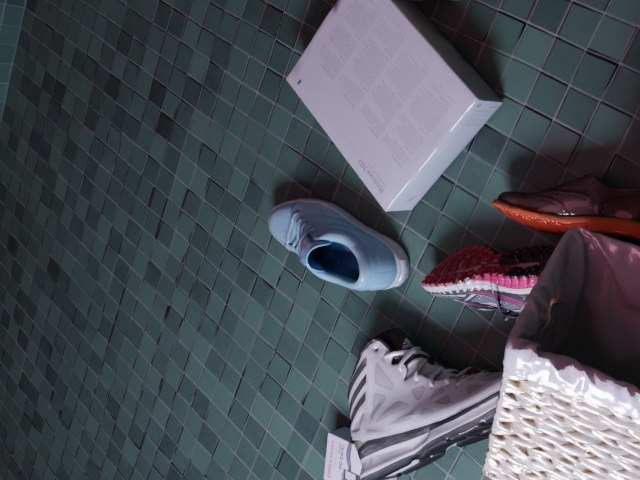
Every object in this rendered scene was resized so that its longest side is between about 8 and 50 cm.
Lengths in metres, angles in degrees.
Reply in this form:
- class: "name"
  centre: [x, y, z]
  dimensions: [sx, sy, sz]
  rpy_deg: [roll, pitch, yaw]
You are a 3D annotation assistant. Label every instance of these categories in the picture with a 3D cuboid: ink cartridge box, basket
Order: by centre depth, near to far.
- class: "basket"
  centre: [0.421, 0.200, 1.136]
  dimensions: [0.332, 0.328, 0.266]
  rpy_deg: [21, 128, 19]
- class: "ink cartridge box"
  centre: [0.083, 0.461, 1.725]
  dimensions: [0.151, 0.063, 0.109]
  rpy_deg: [14, 103, 41]

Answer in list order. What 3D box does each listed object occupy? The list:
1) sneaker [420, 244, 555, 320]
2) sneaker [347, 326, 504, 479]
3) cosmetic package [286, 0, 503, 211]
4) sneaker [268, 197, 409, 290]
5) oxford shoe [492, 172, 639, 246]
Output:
- class: "sneaker"
  centre: [0.300, 0.084, 1.463]
  dimensions: [0.299, 0.121, 0.112]
  rpy_deg: [1, 125, 50]
- class: "sneaker"
  centre: [0.196, 0.251, 1.517]
  dimensions: [0.448, 0.169, 0.257]
  rpy_deg: [-36, 61, 37]
- class: "cosmetic package"
  centre: [0.125, -0.287, 1.597]
  dimensions: [0.284, 0.097, 0.377]
  rpy_deg: [-50, 61, 31]
- class: "sneaker"
  centre: [0.000, 0.000, 1.701]
  dimensions: [0.366, 0.150, 0.135]
  rpy_deg: [21, 107, 40]
- class: "oxford shoe"
  centre: [0.413, -0.059, 1.372]
  dimensions: [0.272, 0.097, 0.098]
  rpy_deg: [13, 82, 37]
